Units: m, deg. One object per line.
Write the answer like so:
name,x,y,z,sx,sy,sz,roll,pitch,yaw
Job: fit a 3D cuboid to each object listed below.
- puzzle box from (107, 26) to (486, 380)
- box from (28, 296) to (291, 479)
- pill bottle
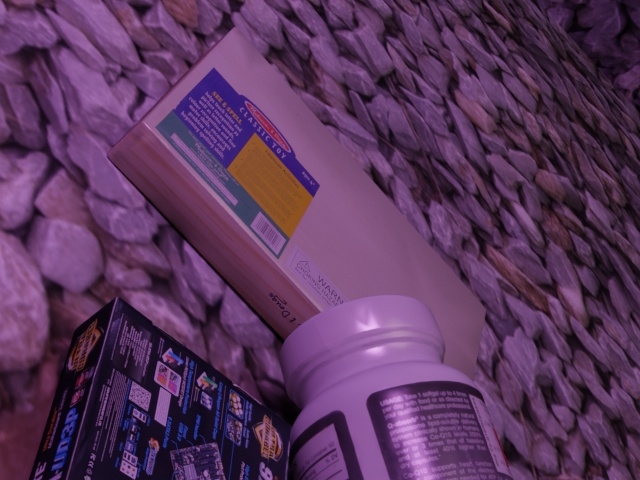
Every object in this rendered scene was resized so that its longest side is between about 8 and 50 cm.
puzzle box,0.000,0.000,1.124,0.409,0.052,0.272,48,28,-11
box,-0.101,0.166,0.772,0.175,0.051,0.220,40,30,-26
pill bottle,0.065,0.191,0.884,0.162,0.162,0.279,22,41,-46
